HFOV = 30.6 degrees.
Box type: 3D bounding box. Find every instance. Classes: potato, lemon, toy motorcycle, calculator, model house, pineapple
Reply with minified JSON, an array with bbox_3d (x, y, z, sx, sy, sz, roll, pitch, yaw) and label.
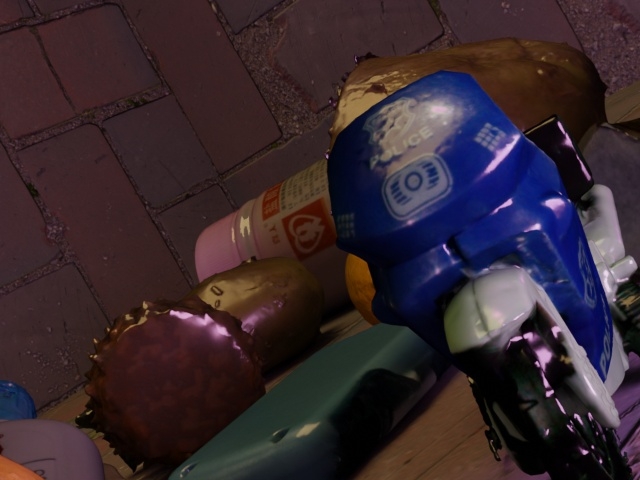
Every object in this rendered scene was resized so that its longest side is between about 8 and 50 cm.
[{"bbox_3d":[-0.121,0.118,1.431,0.296,0.141,0.191,-33,1,-19],"label":"potato"},{"bbox_3d":[0.080,0.034,1.108,0.114,0.114,0.155,-29,4,11],"label":"lemon"},{"bbox_3d":[0.090,0.009,0.585,0.125,0.196,0.331,-29,4,14],"label":"toy motorcycle"},{"bbox_3d":[0.006,0.125,0.870,0.173,0.051,0.293,-26,5,36],"label":"calculator"},{"bbox_3d":[0.272,-0.041,0.857,0.152,0.106,0.165,-18,31,-36],"label":"model house"},{"bbox_3d":[0.181,-0.096,1.238,0.237,0.301,0.289,-12,53,34],"label":"potato"},{"bbox_3d":[-0.158,0.152,1.156,0.169,0.169,0.340,-30,-4,-18],"label":"pineapple"}]

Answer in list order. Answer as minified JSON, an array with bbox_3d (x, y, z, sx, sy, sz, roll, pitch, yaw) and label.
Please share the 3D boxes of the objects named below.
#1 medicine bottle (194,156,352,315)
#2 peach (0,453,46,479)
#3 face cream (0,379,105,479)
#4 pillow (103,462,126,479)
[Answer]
[{"bbox_3d":[0.000,0.000,1.654,0.315,0.202,0.202,-28,3,24],"label":"medicine bottle"},{"bbox_3d":[-0.171,0.176,0.506,0.184,0.184,0.184,-29,3,2],"label":"peach"},{"bbox_3d":[-0.225,0.188,0.802,0.163,0.080,0.337,-20,20,-7],"label":"face cream"},{"bbox_3d":[-0.242,0.256,0.876,0.270,0.067,0.173,-31,9,-28],"label":"pillow"}]
